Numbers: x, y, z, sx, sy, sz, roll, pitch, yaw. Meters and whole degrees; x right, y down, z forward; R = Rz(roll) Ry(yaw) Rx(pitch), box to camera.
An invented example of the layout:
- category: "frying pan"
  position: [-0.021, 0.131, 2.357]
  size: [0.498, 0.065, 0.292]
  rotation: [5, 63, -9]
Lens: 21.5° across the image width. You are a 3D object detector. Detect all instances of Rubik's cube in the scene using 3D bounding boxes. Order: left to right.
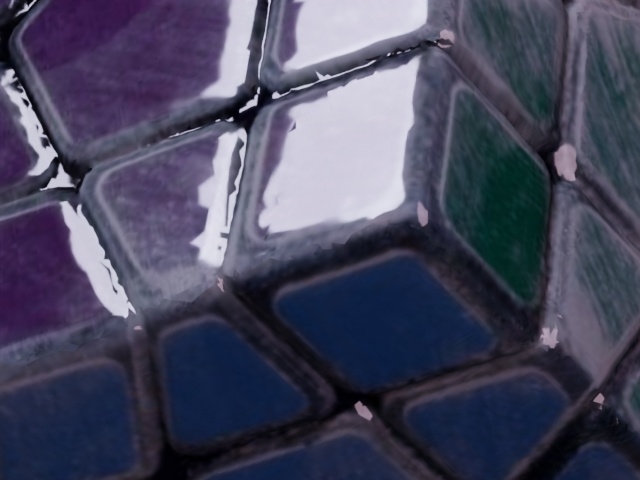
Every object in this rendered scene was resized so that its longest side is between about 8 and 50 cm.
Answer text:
- category: "Rubik's cube"
  position: [0.000, 0.000, 0.535]
  size: [0.319, 0.319, 0.264]
  rotation: [43, 25, -27]
